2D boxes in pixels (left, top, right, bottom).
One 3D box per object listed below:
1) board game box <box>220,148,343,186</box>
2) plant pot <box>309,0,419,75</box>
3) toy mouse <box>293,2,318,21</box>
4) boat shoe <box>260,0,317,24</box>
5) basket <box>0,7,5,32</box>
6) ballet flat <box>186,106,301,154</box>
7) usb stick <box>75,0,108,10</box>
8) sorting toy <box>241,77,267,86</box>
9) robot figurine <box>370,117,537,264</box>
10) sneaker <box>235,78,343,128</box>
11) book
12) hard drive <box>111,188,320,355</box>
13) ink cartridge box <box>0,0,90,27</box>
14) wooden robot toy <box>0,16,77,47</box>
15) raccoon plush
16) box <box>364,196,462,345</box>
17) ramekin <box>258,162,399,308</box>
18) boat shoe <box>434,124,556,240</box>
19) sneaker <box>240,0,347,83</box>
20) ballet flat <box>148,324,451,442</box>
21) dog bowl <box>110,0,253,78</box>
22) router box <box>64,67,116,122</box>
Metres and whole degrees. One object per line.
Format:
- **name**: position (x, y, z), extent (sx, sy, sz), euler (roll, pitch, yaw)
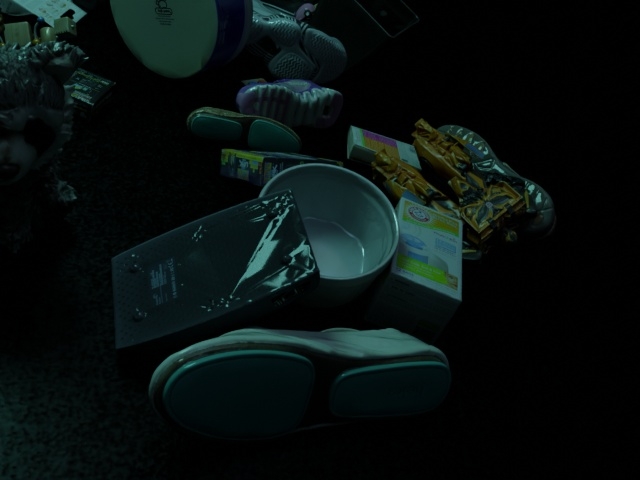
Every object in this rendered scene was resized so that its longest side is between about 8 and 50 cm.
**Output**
- **board game box**: position (-0.066, -0.115, 1.171), extent (0.141, 0.048, 0.170), euler (-1, 11, -28)
- **plant pot**: position (0.082, -0.488, 1.655), extent (0.188, 0.167, 0.187), euler (44, 39, -1)
- **toy mouse**: position (-0.046, -0.517, 1.690), extent (0.143, 0.161, 0.031), euler (-31, 94, -9)
- **boat shoe**: position (-0.155, -0.617, 1.753), extent (0.306, 0.105, 0.113), euler (25, 37, 1)
- **basket**: position (-0.642, -0.396, 1.058), extent (0.213, 0.223, 0.299), euler (26, 37, 36)
- **ballet flat**: position (-0.134, -0.197, 1.287), extent (0.206, 0.073, 0.067), euler (14, 23, -19)
- **usb stick**: position (-0.459, -0.562, 1.558), extent (0.077, 0.045, 0.278), euler (31, 34, -15)
- **sorting toy**: position (-0.113, -0.315, 1.484), extent (0.083, 0.012, 0.062), euler (-20, 55, -43)
- **robot figurine**: position (0.235, -0.087, 1.287), extent (0.211, 0.085, 0.291), euler (-39, 57, -14)
- **sneaker**: position (-0.072, -0.268, 1.394), extent (0.236, 0.095, 0.104), euler (-8, 41, -42)
- **book**: position (0.125, -0.178, 1.434), extent (0.144, 0.035, 0.096), euler (17, 34, -11)
- **hard drive**: position (-0.132, 0.042, 0.904), extent (0.255, 0.054, 0.172), euler (-21, 46, 2)
- **ink cartridge box**: position (-0.560, -0.467, 1.416), extent (0.179, 0.045, 0.145), euler (35, 33, -16)
- **wooden robot toy**: position (-0.505, -0.331, 1.255), extent (0.173, 0.076, 0.079), euler (-8, 84, -4)
- **raccoon plush**: position (-0.461, -0.195, 0.906), extent (0.446, 0.299, 0.216), euler (43, 41, 24)
- **box**: position (0.146, 0.042, 1.115), extent (0.114, 0.103, 0.203), euler (22, 37, -4)
- **ramekin**: position (0.000, 0.000, 1.050), extent (0.207, 0.109, 0.207), euler (8, 52, -10)
- **boat shoe**: position (0.323, -0.103, 1.402), extent (0.324, 0.123, 0.116), euler (52, 11, 35)
- **sneaker**: position (-0.119, -0.460, 1.552), extent (0.366, 0.137, 0.210), euler (12, 41, -10)
- **ballet flat**: position (-0.026, 0.159, 0.880), extent (0.400, 0.139, 0.139), euler (4, 41, -31)
- **dog bowl**: position (-0.260, -0.438, 1.343), extent (0.265, 0.265, 0.104), euler (34, 40, 13)
- **router box**: position (-0.419, -0.254, 1.218), extent (0.122, 0.038, 0.092), euler (23, 36, -2)
